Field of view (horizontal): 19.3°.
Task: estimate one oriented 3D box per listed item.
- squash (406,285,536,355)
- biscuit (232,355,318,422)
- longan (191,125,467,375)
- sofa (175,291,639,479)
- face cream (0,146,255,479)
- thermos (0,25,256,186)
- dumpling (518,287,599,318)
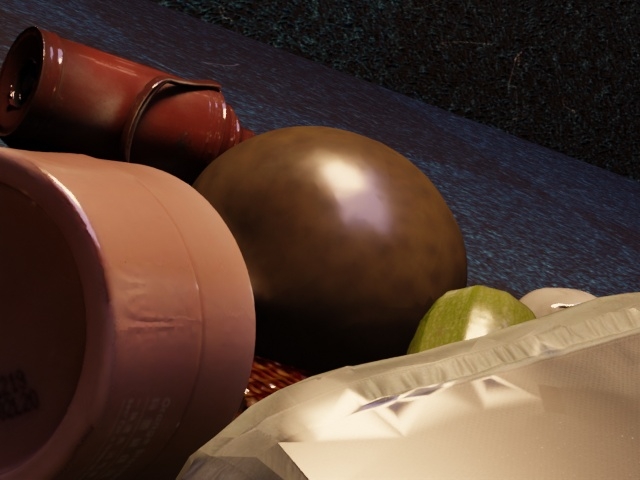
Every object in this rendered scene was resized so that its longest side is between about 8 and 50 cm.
[{"bbox_3d":[0.056,0.106,0.801,0.069,0.069,0.239,22,44,-5],"label":"squash"},{"bbox_3d":[0.050,0.129,0.915,0.252,0.070,0.106,19,12,-23],"label":"biscuit"},{"bbox_3d":[-0.009,0.014,1.130,0.204,0.159,0.185,5,30,-35],"label":"longan"},{"bbox_3d":[0.083,0.138,0.487,0.225,0.176,0.210,-13,32,-41],"label":"sofa"},{"bbox_3d":[-0.116,0.037,0.793,0.149,0.149,0.104,29,12,29],"label":"face cream"},{"bbox_3d":[-0.151,-0.102,1.576,0.232,0.099,0.124,15,11,-32],"label":"thermos"},{"bbox_3d":[0.169,0.091,1.316,0.188,0.108,0.127,5,-10,-8],"label":"dumpling"}]
